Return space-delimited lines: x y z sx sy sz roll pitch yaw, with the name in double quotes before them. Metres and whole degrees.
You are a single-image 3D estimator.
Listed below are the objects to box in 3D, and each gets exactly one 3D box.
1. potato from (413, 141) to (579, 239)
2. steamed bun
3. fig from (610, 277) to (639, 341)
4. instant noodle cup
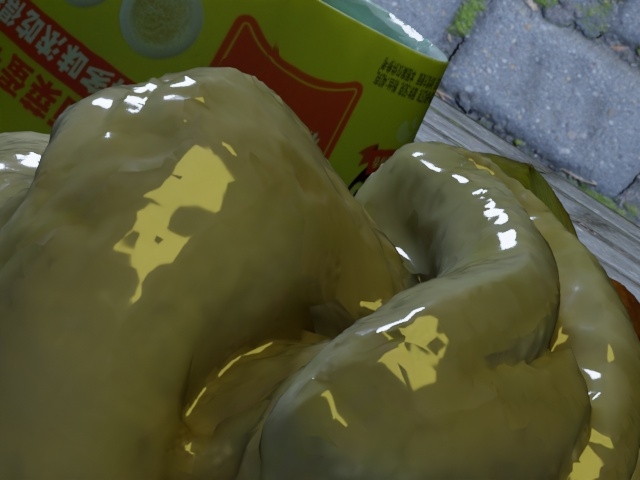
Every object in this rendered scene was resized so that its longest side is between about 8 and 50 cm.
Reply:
"potato" 0.090 0.014 1.347 0.298 0.176 0.141 9 68 -46
"steamed bun" -0.018 0.069 0.648 0.325 0.230 0.372 36 13 37
"fig" 0.114 0.100 1.238 0.201 0.134 0.146 -5 51 -7
"instant noodle cup" -0.085 -0.059 1.038 0.311 0.221 0.311 30 11 -6
